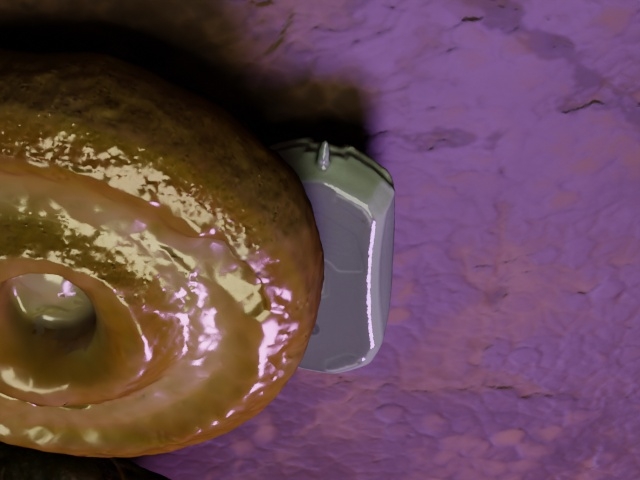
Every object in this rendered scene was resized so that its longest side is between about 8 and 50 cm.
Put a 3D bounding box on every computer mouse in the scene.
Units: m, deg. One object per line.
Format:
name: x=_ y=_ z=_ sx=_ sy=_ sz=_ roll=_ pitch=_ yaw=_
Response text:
computer mouse: x=0.000 y=0.000 z=1.119 sx=0.089 sy=0.056 sz=0.182 roll=8 pitch=135 yaw=5

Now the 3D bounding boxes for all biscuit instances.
biscuit: x=-0.145 y=0.021 z=1.068 sx=0.296 sy=0.102 sz=0.296 roll=6 pitch=138 yaw=5

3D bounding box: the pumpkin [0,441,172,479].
pumpkin: x=-0.197 y=0.195 z=1.250 sx=0.260 sy=0.189 sz=0.260 roll=0 pitch=163 yaw=0
